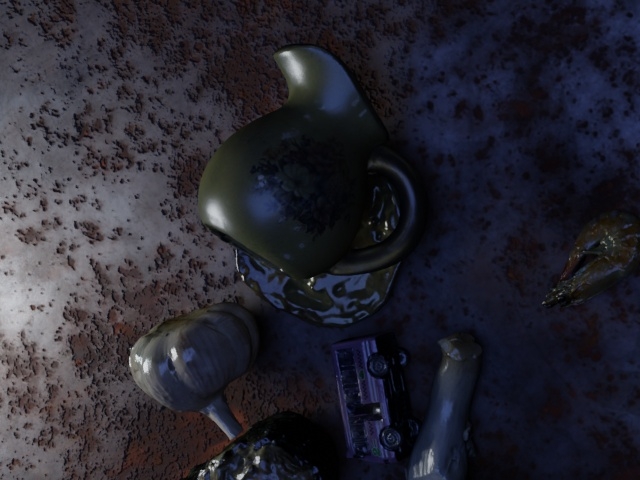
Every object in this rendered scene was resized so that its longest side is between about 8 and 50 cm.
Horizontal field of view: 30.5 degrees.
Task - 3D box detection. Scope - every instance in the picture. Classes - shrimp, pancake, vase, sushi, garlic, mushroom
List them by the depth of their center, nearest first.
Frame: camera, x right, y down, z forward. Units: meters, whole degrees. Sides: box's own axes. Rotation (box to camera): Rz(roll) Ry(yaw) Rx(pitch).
[{"bbox_3d":[0.396,0.035,1.709,0.190,0.042,0.101,-45,58,19],"label":"shrimp"},{"bbox_3d":[0.010,-0.086,1.726,0.329,0.241,0.302,32,84,-8],"label":"vase"},{"bbox_3d":[0.191,0.274,1.777,0.099,0.096,0.278,12,94,18],"label":"mushroom"},{"bbox_3d":[0.000,0.000,1.851,0.294,0.049,0.295,1,94,18],"label":"pancake"},{"bbox_3d":[-0.185,0.218,1.864,0.218,0.218,0.212,-21,96,21],"label":"garlic"},{"bbox_3d":[-0.122,0.426,1.868,0.350,0.171,0.211,-44,81,19],"label":"sushi"}]

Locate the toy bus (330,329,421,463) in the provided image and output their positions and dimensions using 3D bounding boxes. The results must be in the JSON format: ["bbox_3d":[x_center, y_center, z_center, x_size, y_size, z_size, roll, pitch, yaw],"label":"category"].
[{"bbox_3d":[0.082,0.244,1.814,0.108,0.096,0.199,-10,89,25],"label":"toy bus"}]
